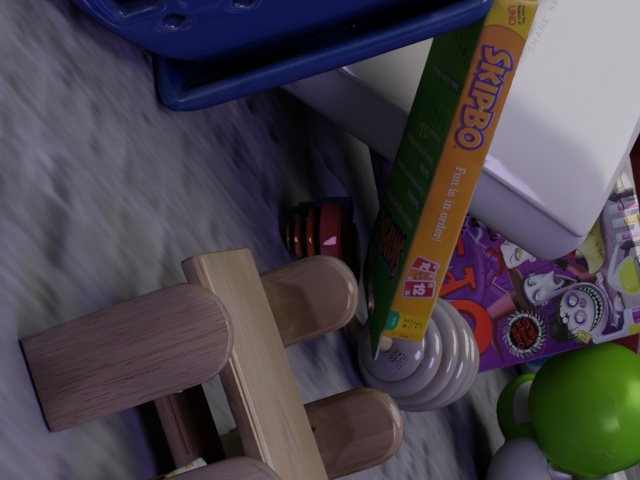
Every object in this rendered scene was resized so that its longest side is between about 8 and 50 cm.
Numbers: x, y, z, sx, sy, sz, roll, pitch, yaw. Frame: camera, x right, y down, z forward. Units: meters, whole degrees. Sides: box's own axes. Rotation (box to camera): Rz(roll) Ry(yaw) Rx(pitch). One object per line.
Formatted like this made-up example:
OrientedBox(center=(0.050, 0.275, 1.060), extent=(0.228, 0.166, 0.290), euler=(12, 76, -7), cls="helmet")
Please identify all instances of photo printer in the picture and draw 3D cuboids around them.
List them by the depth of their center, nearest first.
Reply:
OrientedBox(center=(0.102, -0.170, 1.164), extent=(0.307, 0.107, 0.256), euler=(33, 73, -17), cls="photo printer")

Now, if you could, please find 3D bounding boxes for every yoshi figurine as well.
OrientedBox(center=(0.213, 0.220, 1.264), extent=(0.203, 0.203, 0.362), euler=(48, 24, -39), cls="yoshi figurine")

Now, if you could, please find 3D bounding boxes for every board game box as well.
OrientedBox(center=(0.075, -0.057, 1.030), extent=(0.124, 0.039, 0.259), euler=(-94, -159, -61), cls="board game box")
OrientedBox(center=(0.138, -0.079, 1.266), extent=(0.056, 0.208, 0.347), euler=(-178, -104, -73), cls="board game box")

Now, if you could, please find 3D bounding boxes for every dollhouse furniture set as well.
OrientedBox(center=(0.009, 0.113, 0.758), extent=(0.212, 0.161, 0.242), euler=(-8, 79, -74), cls="dollhouse furniture set")

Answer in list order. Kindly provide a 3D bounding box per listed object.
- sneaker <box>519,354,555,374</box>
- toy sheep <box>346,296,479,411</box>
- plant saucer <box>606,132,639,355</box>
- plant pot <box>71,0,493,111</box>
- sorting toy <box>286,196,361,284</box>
OrientedBox(center=(0.239, 0.086, 1.715), extent=(0.229, 0.087, 0.092), euler=(-78, 155, -52), cls="sneaker")
OrientedBox(center=(0.064, 0.076, 1.132), extent=(0.132, 0.091, 0.091), euler=(13, 57, -55), cls="toy sheep")
OrientedBox(center=(0.301, -0.007, 1.634), extent=(0.259, 0.047, 0.258), euler=(-69, 163, -68), cls="plant saucer")
OrientedBox(center=(-0.030, -0.218, 0.915), extent=(0.212, 0.236, 0.236), euler=(58, 19, -53), cls="plant pot")
OrientedBox(center=(0.000, 0.000, 1.100), extent=(0.102, 0.042, 0.061), euler=(62, 29, -68), cls="sorting toy")
